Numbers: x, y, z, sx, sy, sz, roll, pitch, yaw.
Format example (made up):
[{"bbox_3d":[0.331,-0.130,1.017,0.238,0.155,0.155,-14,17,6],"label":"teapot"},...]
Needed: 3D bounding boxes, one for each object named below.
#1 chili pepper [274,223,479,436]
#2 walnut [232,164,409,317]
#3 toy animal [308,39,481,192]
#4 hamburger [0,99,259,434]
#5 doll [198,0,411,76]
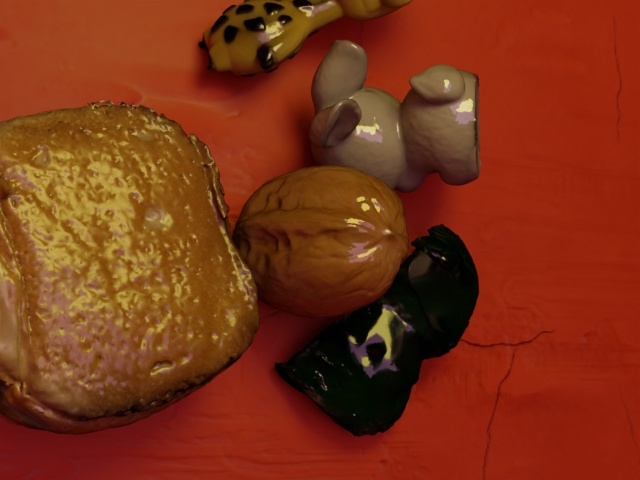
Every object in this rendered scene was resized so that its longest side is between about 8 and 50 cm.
[{"bbox_3d":[0.094,0.095,1.098,0.264,0.116,0.148,-47,105,-19],"label":"chili pepper"},{"bbox_3d":[0.000,0.000,1.026,0.159,0.207,0.159,5,84,-45],"label":"walnut"},{"bbox_3d":[0.083,-0.127,1.074,0.193,0.178,0.127,3,62,4],"label":"toy animal"},{"bbox_3d":[-0.215,0.025,0.947,0.284,0.174,0.304,-12,88,-25],"label":"hamburger"},{"bbox_3d":[0.006,-0.257,1.076,0.291,0.086,0.117,-24,50,1],"label":"doll"}]
